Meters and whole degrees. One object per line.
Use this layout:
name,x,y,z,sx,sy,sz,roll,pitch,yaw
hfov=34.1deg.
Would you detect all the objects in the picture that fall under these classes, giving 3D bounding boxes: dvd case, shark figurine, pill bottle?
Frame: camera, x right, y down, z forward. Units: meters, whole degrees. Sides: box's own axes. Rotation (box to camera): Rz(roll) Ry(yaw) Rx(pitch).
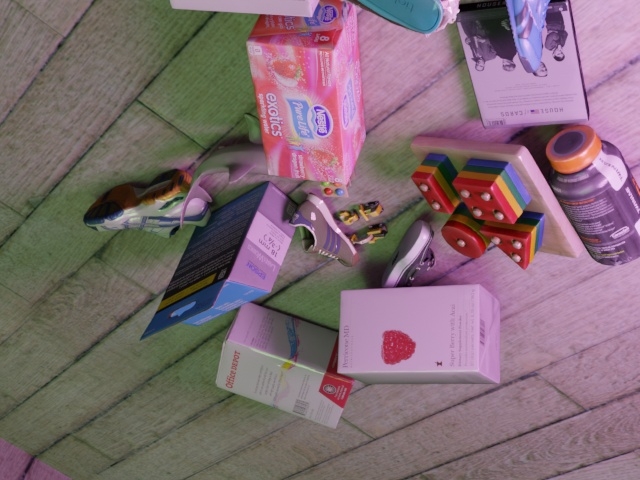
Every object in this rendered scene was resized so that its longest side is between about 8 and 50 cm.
dvd case,0.326,-0.282,1.679,0.179,0.029,0.238,-1,136,24
shark figurine,-0.175,-0.127,1.985,0.278,0.116,0.166,-16,126,22
pill bottle,0.469,-0.081,1.768,0.130,0.130,0.245,-13,131,34

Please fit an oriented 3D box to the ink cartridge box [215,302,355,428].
ink cartridge box,-0.072,0.289,2.425,0.306,0.131,0.226,21,141,2

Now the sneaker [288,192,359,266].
sneaker,0.000,0.000,2.084,0.064,0.086,0.192,20,150,51

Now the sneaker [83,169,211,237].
sneaker,-0.363,-0.048,2.179,0.296,0.112,0.131,-10,132,33

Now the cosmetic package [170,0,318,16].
cosmetic package,-0.117,-0.412,1.666,0.239,0.099,0.060,7,141,16

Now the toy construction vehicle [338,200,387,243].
toy construction vehicle,0.087,-0.031,2.064,0.098,0.035,0.086,-10,132,32

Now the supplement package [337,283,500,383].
supplement package,0.201,0.195,2.111,0.293,0.177,0.175,-4,164,23

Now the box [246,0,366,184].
box,-0.017,-0.252,1.770,0.154,0.142,0.300,8,139,13

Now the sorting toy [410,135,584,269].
sorting toy,0.290,-0.054,1.831,0.257,0.089,0.255,12,147,50

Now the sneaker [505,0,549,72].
sneaker,0.314,-0.351,1.543,0.082,0.069,0.209,-11,113,12

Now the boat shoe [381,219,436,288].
boat shoe,0.190,0.040,2.072,0.076,0.080,0.228,18,142,-7

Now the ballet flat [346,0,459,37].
ballet flat,0.025,-0.438,1.551,0.409,0.147,0.147,27,140,-5

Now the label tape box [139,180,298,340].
label tape box,-0.192,0.067,2.060,0.106,0.333,0.241,41,137,-23

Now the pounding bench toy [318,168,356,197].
pounding bench toy,0.026,-0.128,1.954,0.052,0.065,0.083,3,137,20
